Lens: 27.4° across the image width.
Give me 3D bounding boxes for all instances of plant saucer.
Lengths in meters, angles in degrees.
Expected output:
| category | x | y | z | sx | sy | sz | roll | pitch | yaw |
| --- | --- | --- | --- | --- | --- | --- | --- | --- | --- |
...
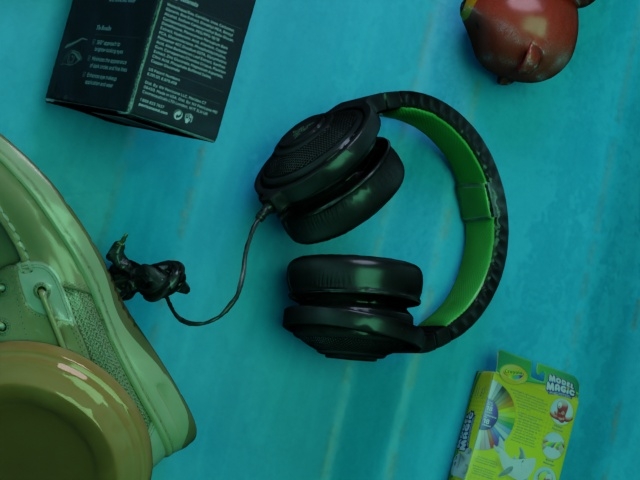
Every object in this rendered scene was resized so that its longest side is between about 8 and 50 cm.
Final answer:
| category | x | y | z | sx | sy | sz | roll | pitch | yaw |
| --- | --- | --- | --- | --- | --- | --- | --- | --- | --- |
| plant saucer | -0.238 | 0.179 | 1.068 | 0.200 | 0.037 | 0.200 | 1 | 109 | 4 |

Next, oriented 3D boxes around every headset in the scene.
| category | x | y | z | sx | sy | sz | roll | pitch | yaw |
| --- | --- | --- | --- | --- | --- | --- | --- | --- | --- |
| headset | 0.000 | 0.000 | 1.211 | 0.394 | 0.185 | 0.243 | -15 | 95 | -38 |

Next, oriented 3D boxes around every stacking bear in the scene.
| category | x | y | z | sx | sy | sz | roll | pitch | yaw |
| --- | --- | --- | --- | --- | --- | --- | --- | --- | --- |
| stacking bear | 0.229 | -0.297 | 1.303 | 0.164 | 0.175 | 0.289 | 20 | 87 | -12 |

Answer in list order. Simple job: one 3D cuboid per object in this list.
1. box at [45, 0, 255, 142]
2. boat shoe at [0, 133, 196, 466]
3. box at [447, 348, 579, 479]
| category | x | y | z | sx | sy | sz | roll | pitch | yaw |
| --- | --- | --- | --- | --- | --- | --- | --- | --- | --- |
| box | -0.142 | -0.175 | 1.112 | 0.093 | 0.156 | 0.158 | 16 | 90 | -38 |
| boat shoe | -0.233 | 0.057 | 1.094 | 0.110 | 0.121 | 0.341 | -35 | 100 | -22 |
| box | 0.188 | 0.206 | 1.296 | 0.105 | 0.043 | 0.179 | 21 | 80 | -19 |
